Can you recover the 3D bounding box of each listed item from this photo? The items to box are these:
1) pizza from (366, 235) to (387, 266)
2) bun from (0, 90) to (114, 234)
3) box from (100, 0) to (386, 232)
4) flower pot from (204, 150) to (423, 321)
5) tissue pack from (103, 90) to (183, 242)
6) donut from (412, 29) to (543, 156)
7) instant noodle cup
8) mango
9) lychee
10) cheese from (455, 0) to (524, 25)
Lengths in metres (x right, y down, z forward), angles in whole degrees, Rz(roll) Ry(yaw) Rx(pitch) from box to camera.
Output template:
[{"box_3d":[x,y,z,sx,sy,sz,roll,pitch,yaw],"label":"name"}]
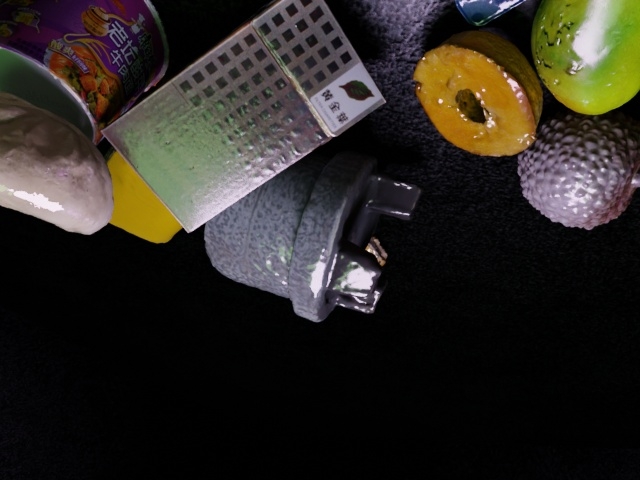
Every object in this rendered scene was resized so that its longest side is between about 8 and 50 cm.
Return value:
[{"box_3d":[0.000,0.000,1.044,0.189,0.071,0.297,-20,133,42],"label":"pizza"},{"box_3d":[-0.363,-0.101,0.628,0.231,0.133,0.231,20,173,3],"label":"bun"},{"box_3d":[-0.100,-0.167,0.672,0.325,0.047,0.180,-32,112,10],"label":"box"},{"box_3d":[0.001,-0.027,0.844,0.283,0.298,0.299,19,149,17],"label":"flower pot"},{"box_3d":[-0.296,-0.114,0.931,0.192,0.133,0.271,31,144,-25],"label":"tissue pack"},{"box_3d":[0.204,-0.189,0.649,0.162,0.065,0.178,24,158,40],"label":"donut"},{"box_3d":[-0.362,-0.247,0.706,0.252,0.190,0.251,10,147,7],"label":"instant noodle cup"},{"box_3d":[0.291,-0.236,0.543,0.126,0.111,0.232,-8,143,21],"label":"mango"},{"box_3d":[0.358,-0.093,0.678,0.197,0.165,0.165,33,163,40],"label":"lychee"},{"box_3d":[0.115,-0.332,0.500,0.189,0.074,0.286,-19,136,43],"label":"cheese"}]
